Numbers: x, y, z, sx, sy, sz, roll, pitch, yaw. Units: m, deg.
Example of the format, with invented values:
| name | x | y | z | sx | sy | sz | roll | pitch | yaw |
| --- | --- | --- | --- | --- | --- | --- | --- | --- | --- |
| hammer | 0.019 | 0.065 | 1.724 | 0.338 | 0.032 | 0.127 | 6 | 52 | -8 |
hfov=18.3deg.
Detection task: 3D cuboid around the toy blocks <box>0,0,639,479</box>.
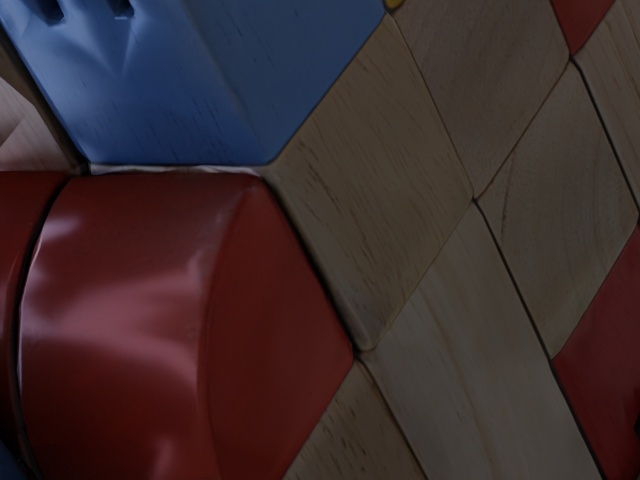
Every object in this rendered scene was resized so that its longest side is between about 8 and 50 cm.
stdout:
| name | x | y | z | sx | sy | sz | roll | pitch | yaw |
| --- | --- | --- | --- | --- | --- | --- | --- | --- | --- |
| toy blocks | 0.000 | 0.000 | 0.446 | 0.381 | 0.191 | 0.261 | -54 | -49 | -34 |
